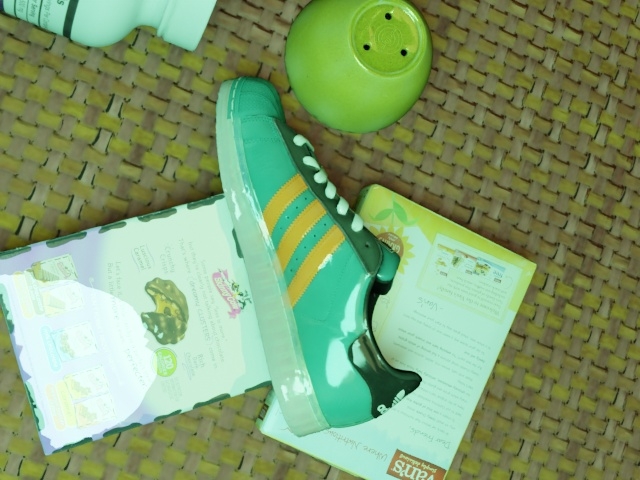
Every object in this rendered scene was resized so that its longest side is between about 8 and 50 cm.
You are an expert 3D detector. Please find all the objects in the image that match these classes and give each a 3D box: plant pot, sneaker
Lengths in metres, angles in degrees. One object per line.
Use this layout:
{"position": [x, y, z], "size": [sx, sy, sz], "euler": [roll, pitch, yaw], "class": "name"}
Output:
{"position": [0.043, -0.165, 0.851], "size": [0.134, 0.095, 0.134], "euler": [0, 89, -13], "class": "plant pot"}
{"position": [0.000, 0.000, 0.804], "size": [0.121, 0.108, 0.302], "euler": [-16, 82, 8], "class": "sneaker"}

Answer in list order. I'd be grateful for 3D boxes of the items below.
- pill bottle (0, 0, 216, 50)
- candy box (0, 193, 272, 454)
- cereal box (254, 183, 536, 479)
{"position": [-0.224, -0.264, 0.742], "size": [0.323, 0.181, 0.181], "euler": [21, 84, -13], "class": "pill bottle"}
{"position": [-0.152, 0.065, 0.812], "size": [0.196, 0.070, 0.165], "euler": [-15, 92, -13], "class": "candy box"}
{"position": [0.068, 0.093, 0.877], "size": [0.173, 0.047, 0.240], "euler": [27, 84, -10], "class": "cereal box"}
